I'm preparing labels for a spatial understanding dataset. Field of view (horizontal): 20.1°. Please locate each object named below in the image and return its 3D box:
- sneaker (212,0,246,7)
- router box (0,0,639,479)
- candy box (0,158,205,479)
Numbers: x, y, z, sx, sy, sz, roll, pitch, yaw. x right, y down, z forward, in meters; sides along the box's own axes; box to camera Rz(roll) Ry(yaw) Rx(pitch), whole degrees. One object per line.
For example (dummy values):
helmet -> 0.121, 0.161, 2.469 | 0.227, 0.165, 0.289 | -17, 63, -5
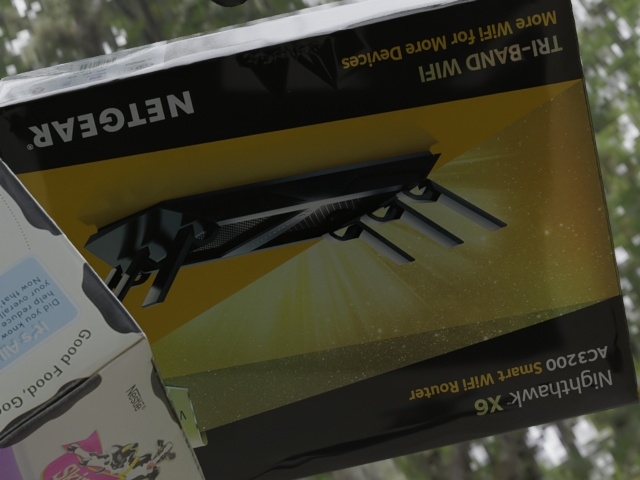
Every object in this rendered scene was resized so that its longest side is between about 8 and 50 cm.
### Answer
sneaker -> -0.056, -0.250, 0.803 | 0.162, 0.106, 0.281 | -31, -63, 3
router box -> 0.000, 0.000, 0.985 | 0.309, 0.081, 0.243 | -13, -72, 1
candy box -> -0.120, 0.022, 0.570 | 0.070, 0.196, 0.165 | -36, -29, -14
